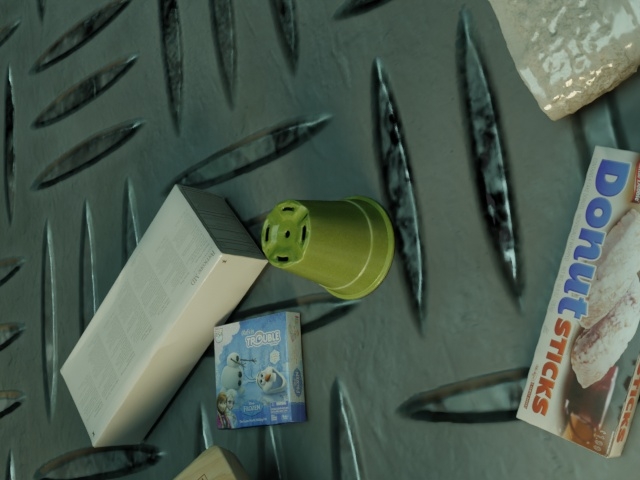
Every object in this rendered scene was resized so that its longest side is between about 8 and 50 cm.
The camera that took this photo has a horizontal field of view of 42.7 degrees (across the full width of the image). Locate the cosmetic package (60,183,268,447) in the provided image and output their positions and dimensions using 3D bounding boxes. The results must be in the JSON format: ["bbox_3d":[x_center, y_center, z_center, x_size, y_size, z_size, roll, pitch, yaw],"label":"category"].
[{"bbox_3d":[-0.149,0.074,0.756,0.239,0.060,0.099,-54,50,21],"label":"cosmetic package"}]

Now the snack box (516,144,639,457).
[{"bbox_3d":[0.174,0.035,0.496,0.064,0.022,0.178,19,95,44],"label":"snack box"}]

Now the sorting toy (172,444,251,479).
[{"bbox_3d":[-0.090,0.337,0.597,0.257,0.089,0.255,-43,52,4],"label":"sorting toy"}]

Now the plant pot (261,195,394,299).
[{"bbox_3d":[0.000,0.000,0.622,0.083,0.079,0.083,-9,76,40],"label":"plant pot"}]

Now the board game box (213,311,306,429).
[{"bbox_3d":[-0.053,0.111,0.689,0.090,0.020,0.090,-17,70,39],"label":"board game box"}]

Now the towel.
[{"bbox_3d":[0.178,-0.241,0.528,0.187,0.049,0.282,-32,62,35],"label":"towel"}]
